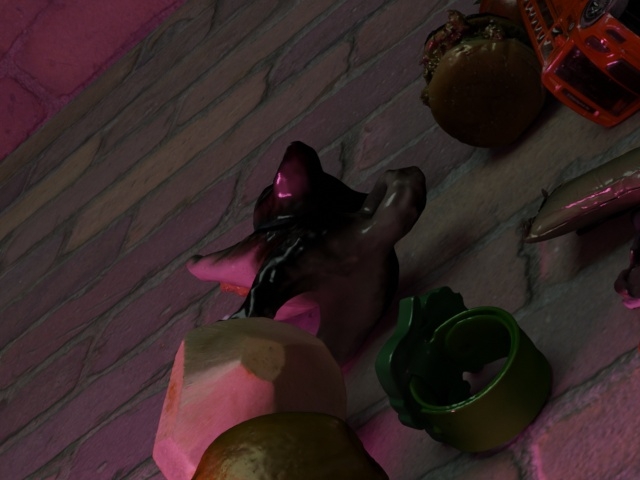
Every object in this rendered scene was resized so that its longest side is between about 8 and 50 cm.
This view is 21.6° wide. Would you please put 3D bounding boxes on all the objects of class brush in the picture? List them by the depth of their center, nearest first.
[{"bbox_3d":[0.301,-0.025,1.756,0.083,0.008,0.024,-32,25,35],"label":"brush"}]

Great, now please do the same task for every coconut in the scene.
[{"bbox_3d":[-0.073,0.192,1.789,0.237,0.197,0.237,-163,90,-89],"label":"coconut"}]

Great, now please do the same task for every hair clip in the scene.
[{"bbox_3d":[0.348,-0.003,1.581,0.187,0.056,0.146,-38,17,54],"label":"hair clip"}]

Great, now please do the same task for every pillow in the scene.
[{"bbox_3d":[0.306,-0.059,1.706,0.208,0.053,0.119,-24,6,33],"label":"pillow"}]

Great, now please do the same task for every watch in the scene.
[{"bbox_3d":[0.148,0.118,1.650,0.152,0.131,0.165,-7,43,45],"label":"watch"}]

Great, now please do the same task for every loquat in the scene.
[{"bbox_3d":[-0.045,0.281,1.604,0.246,0.213,0.213,-36,22,5],"label":"loquat"}]

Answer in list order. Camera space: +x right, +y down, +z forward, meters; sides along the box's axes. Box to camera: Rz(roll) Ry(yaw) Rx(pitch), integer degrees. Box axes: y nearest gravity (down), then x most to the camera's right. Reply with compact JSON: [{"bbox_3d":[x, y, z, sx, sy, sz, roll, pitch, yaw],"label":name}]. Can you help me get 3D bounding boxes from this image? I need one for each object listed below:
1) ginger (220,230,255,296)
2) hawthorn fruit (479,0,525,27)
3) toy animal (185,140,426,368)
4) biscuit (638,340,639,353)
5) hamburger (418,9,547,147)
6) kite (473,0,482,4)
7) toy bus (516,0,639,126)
[{"bbox_3d":[-0.066,0.003,2.324,0.190,0.069,0.095,-50,26,-10],"label":"ginger"},{"bbox_3d":[0.263,-0.289,2.154,0.128,0.128,0.128,-39,22,20],"label":"hawthorn fruit"},{"bbox_3d":[0.000,0.000,2.052,0.302,0.194,0.344,-50,24,8],"label":"toy animal"},{"bbox_3d":[0.354,0.073,1.455,0.184,0.027,0.133,-39,22,16],"label":"biscuit"},{"bbox_3d":[0.197,-0.204,2.048,0.159,0.185,0.131,-21,26,20],"label":"hamburger"},{"bbox_3d":[0.313,-0.394,2.378,0.241,0.014,0.183,-39,20,21],"label":"kite"},{"bbox_3d":[0.323,-0.240,1.924,0.153,0.143,0.329,-50,20,21],"label":"toy bus"}]
